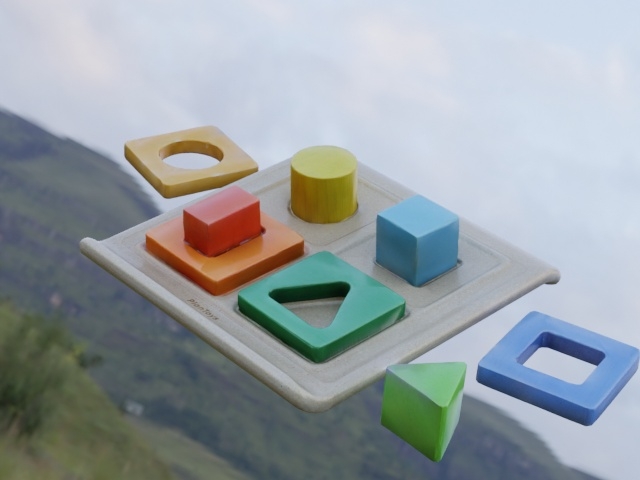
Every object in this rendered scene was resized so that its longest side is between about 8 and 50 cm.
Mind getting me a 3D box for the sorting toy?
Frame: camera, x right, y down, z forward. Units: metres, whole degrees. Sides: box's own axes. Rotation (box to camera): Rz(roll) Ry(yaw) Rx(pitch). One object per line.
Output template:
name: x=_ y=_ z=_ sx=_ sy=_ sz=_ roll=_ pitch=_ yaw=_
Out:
sorting toy: x=0.000 y=0.000 z=0.763 sx=0.348 sy=0.196 sz=0.047 roll=31 pitch=-50 yaw=38
